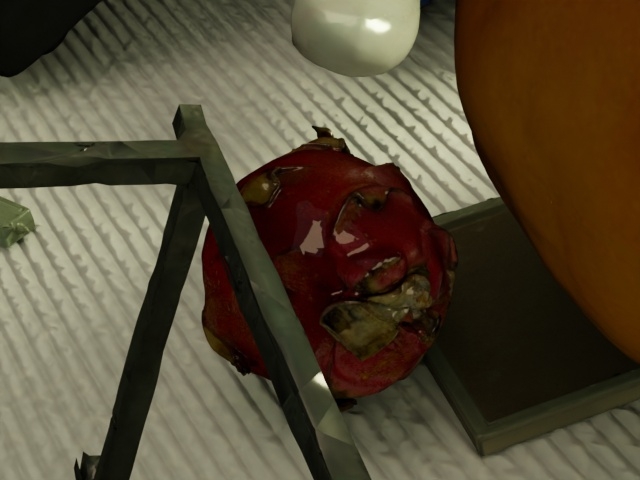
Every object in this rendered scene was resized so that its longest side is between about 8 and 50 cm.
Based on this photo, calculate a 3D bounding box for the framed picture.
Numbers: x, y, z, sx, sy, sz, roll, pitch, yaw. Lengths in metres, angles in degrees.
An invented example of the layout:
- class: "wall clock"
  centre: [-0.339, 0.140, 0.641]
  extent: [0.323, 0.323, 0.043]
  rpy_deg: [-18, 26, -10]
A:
- class: "framed picture"
  centre: [0.163, 0.014, 0.896]
  extent: [0.250, 0.016, 0.184]
  rpy_deg: [-19, 36, -10]

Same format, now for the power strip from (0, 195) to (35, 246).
- class: "power strip"
  centre: [-0.206, -0.016, 1.039]
  extent: [0.083, 0.017, 0.027]
  rpy_deg: [21, 48, 37]

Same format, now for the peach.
- class: "peach"
  centre: [0.220, -0.095, 0.755]
  extent: [0.342, 0.302, 0.343]
  rpy_deg: [-7, 35, 5]

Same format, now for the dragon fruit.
- class: "dragon fruit"
  centre: [0.000, 0.000, 0.885]
  extent: [0.125, 0.125, 0.246]
  rpy_deg: [-1, 27, -3]

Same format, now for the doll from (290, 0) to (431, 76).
- class: "doll"
  centre: [0.073, -0.290, 1.130]
  extent: [0.376, 0.187, 0.365]
  rpy_deg: [-56, 1, 4]

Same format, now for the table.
- class: "table"
  centre: [-0.175, 0.124, 0.543]
  extent: [0.335, 0.222, 0.272]
  rpy_deg: [-2, 45, -25]

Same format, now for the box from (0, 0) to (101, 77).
- class: "box"
  centre: [-0.151, -0.272, 1.222]
  extent: [0.290, 0.073, 0.289]
  rpy_deg: [-42, 31, 13]
